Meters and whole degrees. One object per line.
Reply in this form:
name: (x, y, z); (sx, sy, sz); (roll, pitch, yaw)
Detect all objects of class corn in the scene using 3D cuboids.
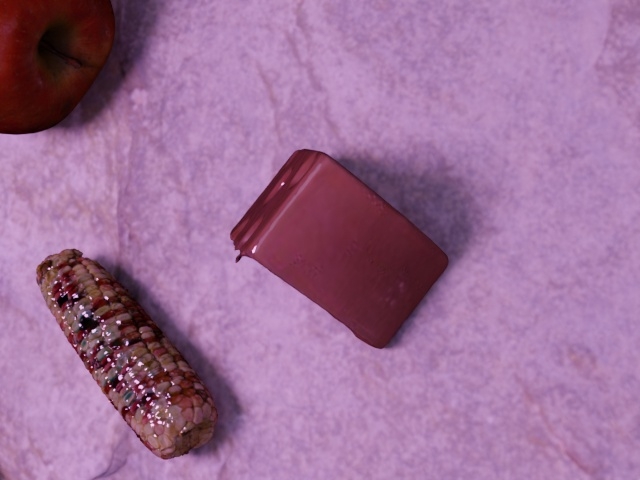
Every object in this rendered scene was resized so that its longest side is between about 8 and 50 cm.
corn: (-0.197, 0.109, 1.236); (0.086, 0.086, 0.253); (-45, 67, 5)

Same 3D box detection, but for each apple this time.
apple: (-0.338, -0.228, 1.281); (0.230, 0.230, 0.230); (-4, 78, 18)

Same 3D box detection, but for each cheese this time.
cheese: (0.019, 0.015, 1.172); (0.177, 0.203, 0.128); (38, 88, -9)
